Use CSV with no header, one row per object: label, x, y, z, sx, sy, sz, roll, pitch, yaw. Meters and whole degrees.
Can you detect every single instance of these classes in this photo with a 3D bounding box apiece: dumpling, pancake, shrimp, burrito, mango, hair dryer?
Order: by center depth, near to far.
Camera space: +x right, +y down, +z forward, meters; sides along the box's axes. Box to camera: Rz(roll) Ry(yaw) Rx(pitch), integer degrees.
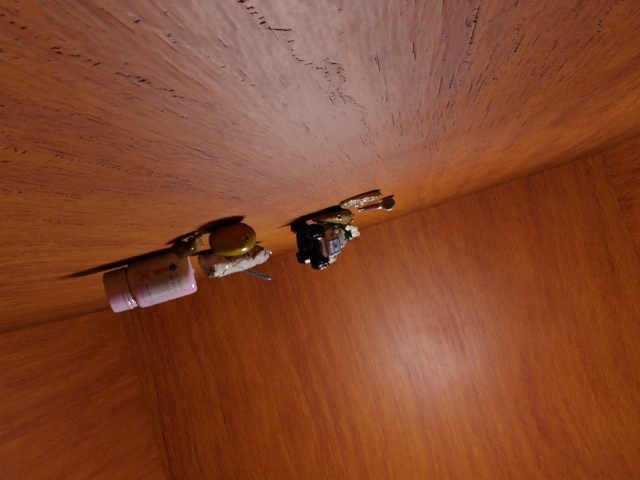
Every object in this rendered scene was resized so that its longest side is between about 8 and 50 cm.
mango,-0.249,0.000,1.281,0.130,0.092,0.194,-16,-179,-37
pancake,0.137,-0.136,1.574,0.151,0.025,0.151,-17,178,-1
shrimp,0.057,-0.088,1.741,0.153,0.062,0.294,-5,178,18
hair dryer,0.226,-0.141,1.877,0.154,0.054,0.106,-8,-177,10
burrito,-0.345,0.077,1.929,0.138,0.101,0.445,6,-172,25
dumpling,0.082,-0.047,2.190,0.181,0.111,0.155,-24,145,2

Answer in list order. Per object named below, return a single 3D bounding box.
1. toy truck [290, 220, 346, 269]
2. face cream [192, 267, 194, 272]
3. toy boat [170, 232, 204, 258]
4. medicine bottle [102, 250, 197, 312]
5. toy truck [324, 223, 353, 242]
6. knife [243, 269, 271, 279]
toy truck,0.000,0.000,1.731,0.176,0.161,0.213,-20,-158,-32
face cream,-0.601,0.132,1.850,0.107,0.073,0.269,-9,178,4
toy boat,-0.370,0.014,1.284,0.149,0.049,0.047,-23,-156,43
medicine bottle,-0.526,0.126,1.439,0.254,0.152,0.152,-17,177,-14
toy truck,0.028,-0.030,2.063,0.215,0.117,0.110,-11,179,26
knife,-0.358,0.122,1.992,0.312,0.019,0.044,16,-177,12
